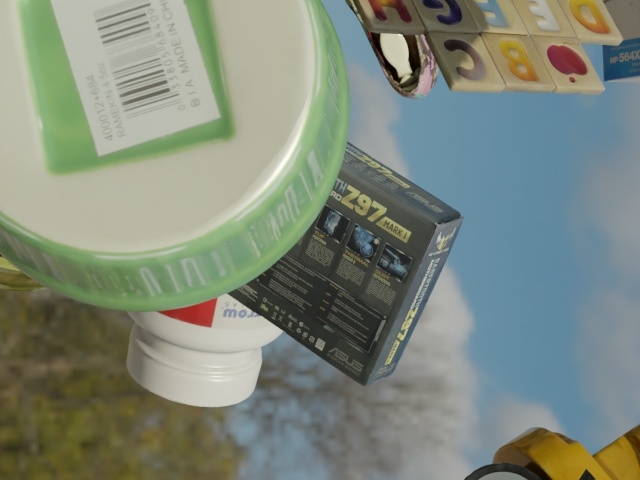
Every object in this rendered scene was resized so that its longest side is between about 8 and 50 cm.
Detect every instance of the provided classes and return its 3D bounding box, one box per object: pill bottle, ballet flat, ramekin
[{"bbox_3d":[-0.129,-0.007,2.472,0.229,0.229,0.408,-113,-148,-62],"label":"pill bottle"},{"bbox_3d":[0.070,-0.261,2.205,0.079,0.077,0.221,-50,116,-80],"label":"ballet flat"},{"bbox_3d":[-0.129,-0.108,1.362,0.148,0.303,0.303,90,-3,-82],"label":"ramekin"}]

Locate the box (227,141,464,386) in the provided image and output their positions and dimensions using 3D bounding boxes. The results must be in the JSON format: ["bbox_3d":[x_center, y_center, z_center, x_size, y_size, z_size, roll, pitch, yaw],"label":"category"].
[{"bbox_3d":[0.000,0.000,1.857,0.059,0.232,0.183,-20,137,-57],"label":"box"}]

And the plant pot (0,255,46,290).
[{"bbox_3d":[-0.287,-0.104,1.964,0.353,0.366,0.366,131,-44,-71],"label":"plant pot"}]

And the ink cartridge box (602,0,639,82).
[{"bbox_3d":[0.407,-0.287,2.289,0.086,0.148,0.203,-3,-91,55],"label":"ink cartridge box"}]

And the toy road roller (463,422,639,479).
[{"bbox_3d":[0.270,0.307,1.748,0.329,0.240,0.202,49,-21,25],"label":"toy road roller"}]

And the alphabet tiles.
[{"bbox_3d":[0.112,-0.263,1.681,0.011,0.285,0.342,-49,-126,41],"label":"alphabet tiles"}]
